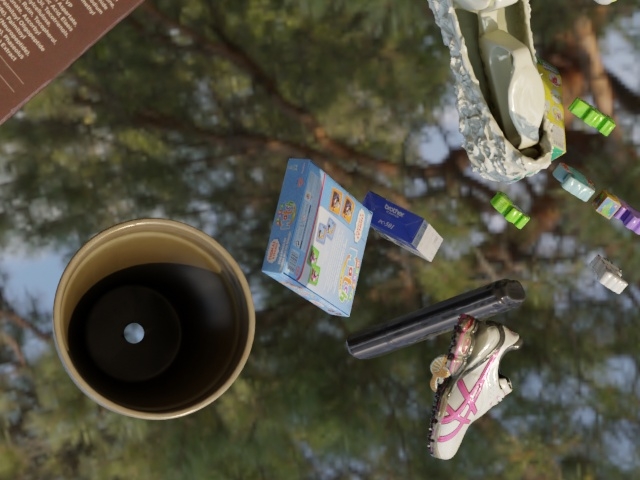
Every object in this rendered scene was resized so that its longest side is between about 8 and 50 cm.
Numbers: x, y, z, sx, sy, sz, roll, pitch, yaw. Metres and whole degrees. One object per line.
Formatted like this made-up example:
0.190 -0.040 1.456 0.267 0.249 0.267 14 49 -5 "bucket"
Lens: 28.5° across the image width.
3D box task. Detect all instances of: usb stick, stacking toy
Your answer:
0.159 0.114 1.795 0.278 0.045 0.077 -23 163 33 "usb stick"
0.333 -0.053 1.506 0.221 0.167 0.052 31 -158 -18 "stacking toy"

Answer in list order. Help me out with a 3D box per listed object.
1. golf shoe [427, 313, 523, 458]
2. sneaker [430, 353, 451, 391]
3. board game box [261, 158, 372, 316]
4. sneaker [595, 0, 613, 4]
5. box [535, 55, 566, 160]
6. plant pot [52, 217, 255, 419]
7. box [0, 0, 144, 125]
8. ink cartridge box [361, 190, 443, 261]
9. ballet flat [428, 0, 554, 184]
0.175 0.178 1.453 0.086 0.186 0.067 16 -156 3 "golf shoe"
0.184 0.191 1.876 0.032 0.083 0.037 32 -127 21 "sneaker"
0.000 0.000 1.732 0.039 0.211 0.160 5 -106 29 "board game box"
0.431 -0.394 1.339 0.385 0.147 0.145 -49 -175 4 "sneaker"
0.342 -0.225 2.034 0.043 0.105 0.179 -33 -137 46 "box"
-0.295 0.144 2.124 0.323 0.323 0.280 -17 175 -17 "plant pot"
-0.288 -0.248 1.239 0.381 0.143 0.191 -45 -153 -14 "box"
0.125 -0.020 1.946 0.097 0.046 0.207 28 179 15 "ink cartridge box"
0.230 -0.270 1.624 0.147 0.409 0.147 -15 -168 3 "ballet flat"
